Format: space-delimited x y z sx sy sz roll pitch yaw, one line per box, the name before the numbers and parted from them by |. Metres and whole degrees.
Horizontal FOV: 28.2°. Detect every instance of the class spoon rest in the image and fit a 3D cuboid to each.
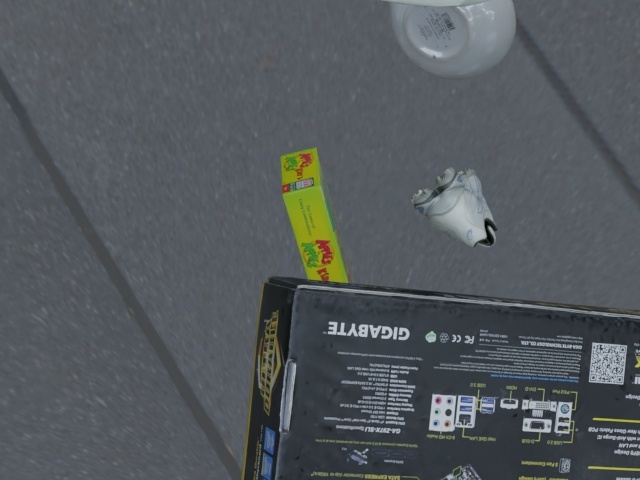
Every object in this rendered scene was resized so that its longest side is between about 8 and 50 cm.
spoon rest | 0.104 -0.289 1.302 0.276 0.137 0.084 59 37 -21

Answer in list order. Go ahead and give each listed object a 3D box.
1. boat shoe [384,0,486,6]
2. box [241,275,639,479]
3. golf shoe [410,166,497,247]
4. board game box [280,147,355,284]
boat shoe | -0.048 -0.189 0.583 0.320 0.099 0.116 14 95 -22
box | 0.108 0.165 0.863 0.322 0.079 0.257 5 92 -18
golf shoe | 0.144 -0.024 1.291 0.069 0.176 0.086 -40 84 15
board game box | 0.000 0.000 1.401 0.043 0.092 0.181 -14 121 5
